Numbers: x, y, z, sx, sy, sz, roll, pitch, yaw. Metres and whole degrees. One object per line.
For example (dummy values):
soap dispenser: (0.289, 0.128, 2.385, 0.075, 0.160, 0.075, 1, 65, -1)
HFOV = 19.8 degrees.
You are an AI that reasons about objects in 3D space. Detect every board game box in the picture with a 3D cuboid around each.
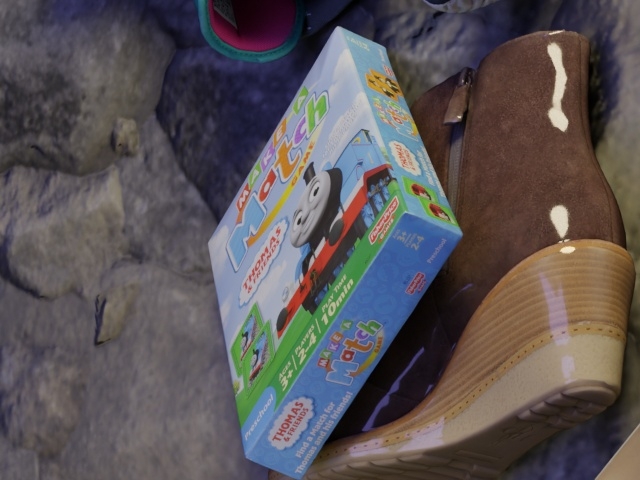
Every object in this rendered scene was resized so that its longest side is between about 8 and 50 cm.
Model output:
board game box: (0.000, 0.000, 0.976, 0.160, 0.039, 0.211, -58, 22, 23)

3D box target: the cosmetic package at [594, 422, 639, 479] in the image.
cosmetic package: (0.163, 0.120, 0.865, 0.041, 0.060, 0.115, 49, 117, 35)

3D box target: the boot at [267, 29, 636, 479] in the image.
boot: (0.063, 0.024, 0.974, 0.248, 0.090, 0.207, -30, 51, 40)

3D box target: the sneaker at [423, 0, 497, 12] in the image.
sneaker: (0.081, -0.246, 0.960, 0.153, 0.094, 0.235, 35, 106, 35)

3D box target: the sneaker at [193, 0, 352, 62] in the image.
sneaker: (-0.067, -0.187, 1.080, 0.295, 0.124, 0.178, -14, 65, 39)
